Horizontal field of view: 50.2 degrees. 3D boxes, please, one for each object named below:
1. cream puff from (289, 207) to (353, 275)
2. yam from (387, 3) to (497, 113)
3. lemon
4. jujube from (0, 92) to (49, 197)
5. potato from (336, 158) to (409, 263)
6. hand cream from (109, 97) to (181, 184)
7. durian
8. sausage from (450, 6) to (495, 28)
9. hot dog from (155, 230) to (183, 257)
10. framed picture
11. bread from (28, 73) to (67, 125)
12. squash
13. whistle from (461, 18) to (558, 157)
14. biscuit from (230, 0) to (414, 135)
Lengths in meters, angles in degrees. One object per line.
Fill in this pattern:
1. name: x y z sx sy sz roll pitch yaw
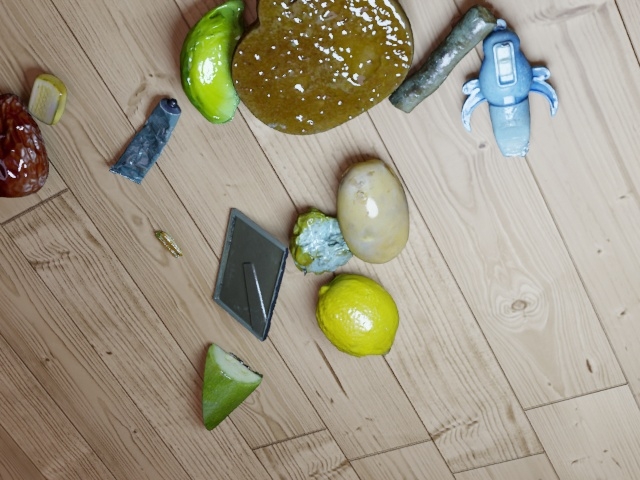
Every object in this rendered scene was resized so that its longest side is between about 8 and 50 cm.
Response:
1. cream puff: 0.000 -0.001 1.510 0.156 0.156 0.121 35 162 -5
2. yam: 0.225 -0.332 1.285 0.061 0.061 0.253 40 129 -8
3. lemon: 0.082 0.169 1.540 0.193 0.180 0.181 17 119 5
4. jujube: -0.708 -0.213 1.556 0.168 0.168 0.236 -1 105 15
5. potato: 0.110 -0.054 1.423 0.150 0.146 0.234 -14 113 8
6. hand cream: -0.384 -0.222 1.524 0.075 0.052 0.248 40 119 -6
7. durian: -0.217 -0.360 1.388 0.139 0.101 0.250 -8 120 -21
8. sausage: 0.284 -0.407 1.267 0.083 0.034 0.034 -11 113 22
9. hot dog: -0.365 0.008 1.657 0.037 0.021 0.083 -19 115 45
10. framed picture: -0.166 0.083 1.591 0.192 0.018 0.265 37 125 31
11. bread: -0.605 -0.318 1.529 0.082 0.056 0.115 31 125 2
12. squash: -0.292 0.407 1.801 0.169 0.093 0.252 38 119 -9
13. whistle: 0.353 -0.283 1.290 0.180 0.093 0.269 -8 120 12
14. biscuit: -0.011 -0.359 1.302 0.367 0.063 0.314 -25 125 27
